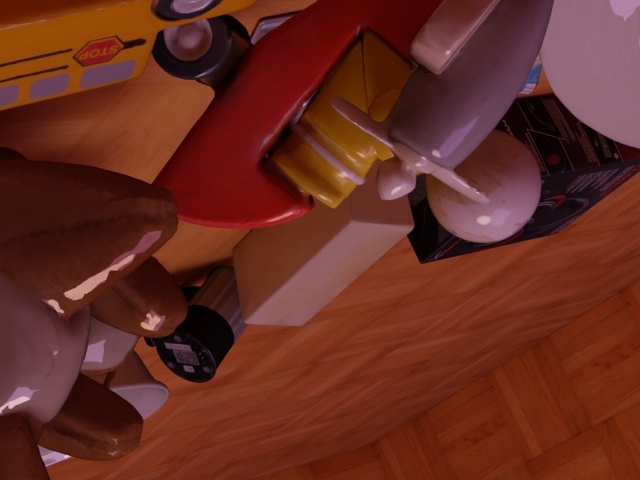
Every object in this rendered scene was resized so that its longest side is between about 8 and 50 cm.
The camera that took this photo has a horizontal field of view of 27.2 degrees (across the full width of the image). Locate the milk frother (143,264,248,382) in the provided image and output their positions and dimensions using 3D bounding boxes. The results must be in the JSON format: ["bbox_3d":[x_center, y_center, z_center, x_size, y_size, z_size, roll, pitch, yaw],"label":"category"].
[{"bbox_3d":[-0.155,0.074,1.632,0.135,0.129,0.143,-55,156,-44],"label":"milk frother"}]

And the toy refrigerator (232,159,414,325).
[{"bbox_3d":[0.000,0.000,1.553,0.094,0.102,0.269,5,150,-31],"label":"toy refrigerator"}]

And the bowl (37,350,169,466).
[{"bbox_3d":[-0.346,0.183,1.617,0.297,0.134,0.298,-23,164,-7],"label":"bowl"}]

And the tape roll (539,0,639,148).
[{"bbox_3d":[0.378,-0.228,1.160,0.392,0.072,0.392,-3,141,-3],"label":"tape roll"}]

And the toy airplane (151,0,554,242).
[{"bbox_3d":[0.096,-0.134,0.986,0.386,0.272,0.384,-32,-179,-39],"label":"toy airplane"}]

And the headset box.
[{"bbox_3d":[0.268,-0.086,1.679,0.293,0.110,0.218,-11,159,-38],"label":"headset box"}]

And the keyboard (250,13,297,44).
[{"bbox_3d":[-0.060,-0.139,1.234,0.072,0.014,0.256,-21,165,-28],"label":"keyboard"}]

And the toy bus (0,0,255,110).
[{"bbox_3d":[-0.208,-0.147,0.818,0.332,0.108,0.130,-17,162,-23],"label":"toy bus"}]

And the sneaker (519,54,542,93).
[{"bbox_3d":[0.183,-0.187,1.324,0.083,0.071,0.191,-16,162,-9],"label":"sneaker"}]

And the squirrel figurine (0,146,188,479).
[{"bbox_3d":[-0.306,0.037,1.065,0.397,0.281,0.370,14,-173,-3],"label":"squirrel figurine"}]
